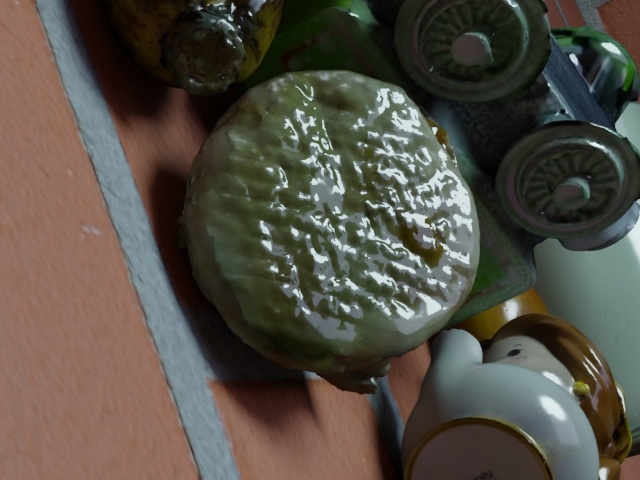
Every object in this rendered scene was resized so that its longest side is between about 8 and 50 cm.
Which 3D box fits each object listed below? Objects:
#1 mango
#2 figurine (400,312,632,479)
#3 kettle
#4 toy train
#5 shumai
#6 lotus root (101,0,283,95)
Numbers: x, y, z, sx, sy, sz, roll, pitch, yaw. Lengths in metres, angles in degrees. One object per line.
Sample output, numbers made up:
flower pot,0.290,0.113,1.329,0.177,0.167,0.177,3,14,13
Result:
mango,0.154,0.103,1.262,0.163,0.089,0.111,68,29,-17
figurine,0.143,0.142,1.093,0.189,0.142,0.263,61,21,1
kettle,0.268,0.057,1.509,0.205,0.265,0.318,-11,72,-37
toy train,0.081,-0.094,1.068,0.307,0.249,0.173,52,25,-28
shumai,0.000,0.000,0.944,0.201,0.120,0.201,7,72,-21
lotus root,-0.082,-0.173,0.955,0.120,0.120,0.209,45,28,-43
